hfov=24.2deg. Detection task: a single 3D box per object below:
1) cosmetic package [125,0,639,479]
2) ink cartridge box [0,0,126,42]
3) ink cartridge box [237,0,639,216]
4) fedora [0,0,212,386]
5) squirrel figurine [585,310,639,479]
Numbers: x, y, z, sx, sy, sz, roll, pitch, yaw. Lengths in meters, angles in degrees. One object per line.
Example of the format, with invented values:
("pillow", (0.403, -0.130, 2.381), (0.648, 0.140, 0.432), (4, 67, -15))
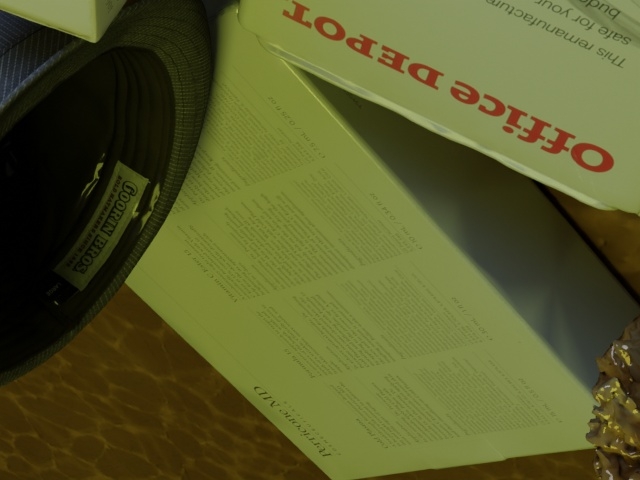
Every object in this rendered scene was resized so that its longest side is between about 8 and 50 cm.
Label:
("cosmetic package", (0.000, 0.000, 0.976), (0.284, 0.097, 0.377), (-19, 123, 45))
("ink cartridge box", (-0.085, -0.231, 0.622), (0.100, 0.237, 0.172), (20, 144, 9))
("ink cartridge box", (0.108, -0.181, 0.639), (0.223, 0.129, 0.307), (26, 145, 4))
("fedora", (-0.173, -0.045, 0.776), (0.124, 0.243, 0.275), (37, 158, 15))
("squirrel figurine", (0.306, 0.167, 0.725), (0.397, 0.370, 0.281), (23, 145, 10))
